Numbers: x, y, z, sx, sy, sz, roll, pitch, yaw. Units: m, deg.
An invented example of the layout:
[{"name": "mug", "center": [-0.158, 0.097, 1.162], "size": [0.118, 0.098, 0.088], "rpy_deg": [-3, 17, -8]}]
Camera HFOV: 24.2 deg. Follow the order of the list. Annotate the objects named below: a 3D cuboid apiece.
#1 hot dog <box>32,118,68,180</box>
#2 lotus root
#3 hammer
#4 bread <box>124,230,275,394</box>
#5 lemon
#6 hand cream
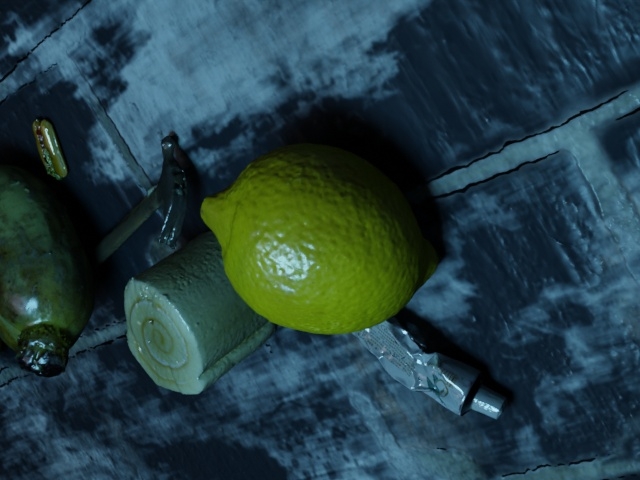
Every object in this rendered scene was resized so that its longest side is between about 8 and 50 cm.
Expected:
[{"name": "hot dog", "center": [-0.334, -0.110, 1.828], "size": [0.037, 0.021, 0.083], "rpy_deg": [3, 118, 44]}, {"name": "lotus root", "center": [-0.363, 0.037, 1.828], "size": [0.309, 0.173, 0.173], "rpy_deg": [59, 145, 30]}, {"name": "hammer", "center": [-0.227, -0.017, 1.768], "size": [0.297, 0.027, 0.125], "rpy_deg": [-34, 58, 55]}, {"name": "bread", "center": [-0.140, 0.081, 1.686], "size": [0.134, 0.141, 0.148], "rpy_deg": [7, 121, 39]}, {"name": "lemon", "center": [0.000, 0.000, 1.471], "size": [0.244, 0.187, 0.187], "rpy_deg": [18, 137, -8]}, {"name": "hand cream", "center": [0.088, 0.108, 1.566], "size": [0.257, 0.050, 0.084], "rpy_deg": [38, 140, 21]}]
